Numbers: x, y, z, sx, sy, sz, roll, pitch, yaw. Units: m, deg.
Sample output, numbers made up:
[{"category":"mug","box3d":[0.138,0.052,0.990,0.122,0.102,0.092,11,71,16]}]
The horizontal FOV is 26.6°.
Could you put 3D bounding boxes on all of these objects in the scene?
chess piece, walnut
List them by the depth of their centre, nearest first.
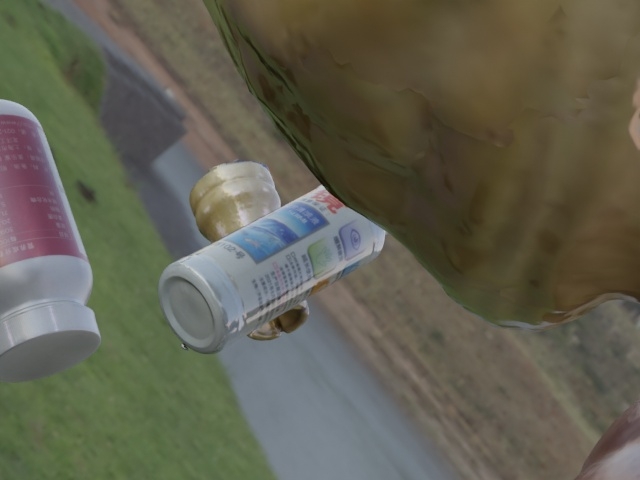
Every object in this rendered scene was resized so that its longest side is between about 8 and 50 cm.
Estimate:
[{"category":"walnut","box3d":[0.111,-0.140,0.475,0.381,0.381,0.381,51,1,-1]},{"category":"chess piece","box3d":[-0.048,0.008,0.968,0.066,0.066,0.122,49,16,-57]}]

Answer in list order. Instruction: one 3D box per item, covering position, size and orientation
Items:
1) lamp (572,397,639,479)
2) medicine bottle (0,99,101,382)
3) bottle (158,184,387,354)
[{"category":"lamp","box3d":[0.212,0.196,0.547,0.240,0.305,0.305,5,-34,43]},{"category":"medicine bottle","box3d":[-0.293,-0.001,1.271,0.250,0.131,0.131,67,7,21]},{"category":"bottle","box3d":[0.000,0.000,0.822,0.060,0.217,0.060,25,-51,37]}]
